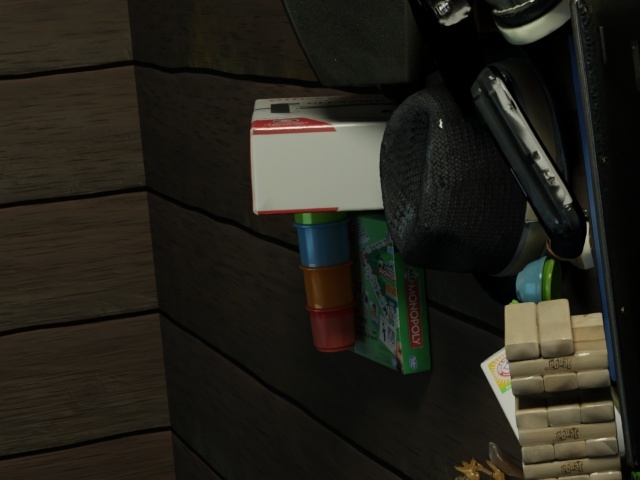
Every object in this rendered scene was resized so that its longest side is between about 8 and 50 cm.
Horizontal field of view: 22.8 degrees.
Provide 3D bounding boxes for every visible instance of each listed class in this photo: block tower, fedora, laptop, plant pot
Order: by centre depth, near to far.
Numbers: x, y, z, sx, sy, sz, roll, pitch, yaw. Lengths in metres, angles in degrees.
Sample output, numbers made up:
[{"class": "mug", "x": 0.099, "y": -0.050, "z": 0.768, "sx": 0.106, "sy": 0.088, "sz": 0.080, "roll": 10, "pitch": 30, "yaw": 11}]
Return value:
[{"class": "block tower", "x": 0.234, "y": 0.227, "z": 1.467, "sx": 0.097, "sy": 0.091, "sz": 0.335, "roll": -72, "pitch": -27, "yaw": -68}, {"class": "laptop", "x": 0.259, "y": -0.019, "z": 1.467, "sx": 0.236, "sy": 0.408, "sz": 0.382, "roll": -6, "pitch": 93, "yaw": 37}, {"class": "fedora", "x": 0.159, "y": -0.075, "z": 1.834, "sx": 0.334, "sy": 0.152, "sz": 0.334, "roll": 172, "pitch": 90, "yaw": -71}, {"class": "plant pot", "x": 0.072, "y": -0.275, "z": 1.868, "sx": 0.188, "sy": 0.187, "sz": 0.167, "roll": -1, "pitch": 107, "yaw": 29}]

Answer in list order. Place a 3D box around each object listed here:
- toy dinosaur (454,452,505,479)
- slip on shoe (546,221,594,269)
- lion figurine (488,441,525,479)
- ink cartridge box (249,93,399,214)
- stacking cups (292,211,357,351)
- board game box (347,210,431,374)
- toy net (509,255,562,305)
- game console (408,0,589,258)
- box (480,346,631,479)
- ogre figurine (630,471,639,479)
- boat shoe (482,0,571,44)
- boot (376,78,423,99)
[{"class": "toy dinosaur", "x": 0.221, "y": 0.330, "z": 1.988, "sx": 0.211, "sy": 0.064, "sz": 0.112, "roll": -122, "pitch": 11, "yaw": -67}, {"class": "slip on shoe", "x": 0.261, "y": 0.003, "z": 1.667, "sx": 0.135, "sy": 0.041, "sz": 0.051, "roll": -63, "pitch": -35, "yaw": -82}, {"class": "lion figurine", "x": 0.295, "y": 0.374, "z": 1.618, "sx": 0.142, "sy": 0.240, "sz": 0.392, "roll": 53, "pitch": -151, "yaw": -59}, {"class": "ink cartridge box", "x": 0.010, "y": -0.116, "z": 2.058, "sx": 0.273, "sy": 0.197, "sz": 0.114, "roll": -95, "pitch": 3, "yaw": -78}, {"class": "stacking cups", "x": 0.000, "y": 0.000, "z": 2.274, "sx": 0.096, "sy": 0.096, "sz": 0.316, "roll": -152, "pitch": 55, "yaw": -67}, {"class": "board game box", "x": 0.070, "y": 0.062, "z": 2.303, "sx": 0.317, "sy": 0.046, "sz": 0.214, "roll": -164, "pitch": 68, "yaw": -69}, {"class": "toy net", "x": 0.244, "y": 0.131, "z": 1.770, "sx": 0.122, "sy": 0.045, "sz": 0.232, "roll": -69, "pitch": -26, "yaw": -48}, {"class": "game console", "x": 0.174, "y": -0.137, "z": 1.605, "sx": 0.361, "sy": 0.044, "sz": 0.213, "roll": 63, "pitch": -178, "yaw": 23}, {"class": "box", "x": 0.262, "y": 0.193, "z": 1.632, "sx": 0.114, "sy": 0.103, "sz": 0.203, "roll": 49, "pitch": -168, "yaw": -40}, {"class": "ogre figurine", "x": 0.359, "y": 0.314, "z": 1.512, "sx": 0.197, "sy": 0.097, "sz": 0.118, "roll": 29, "pitch": 139, "yaw": 15}, {"class": "boat shoe", "x": 0.170, "y": -0.318, "z": 1.638, "sx": 0.113, "sy": 0.127, "sz": 0.340, "roll": 50, "pitch": -163, "yaw": -29}, {"class": "boot", "x": 0.059, "y": -0.344, "z": 2.110, "sx": 0.269, "sy": 0.089, "sz": 0.236, "roll": -119, "pitch": 28, "yaw": -48}]
